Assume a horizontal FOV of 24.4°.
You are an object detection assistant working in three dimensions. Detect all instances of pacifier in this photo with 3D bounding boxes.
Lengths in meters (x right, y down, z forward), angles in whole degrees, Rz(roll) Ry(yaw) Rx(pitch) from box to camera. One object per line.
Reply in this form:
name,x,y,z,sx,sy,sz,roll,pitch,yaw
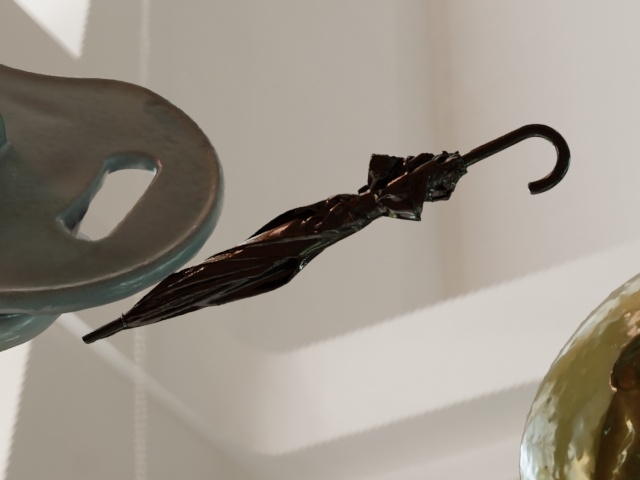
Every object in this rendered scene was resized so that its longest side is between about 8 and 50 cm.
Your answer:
pacifier,-0.187,-0.073,0.681,0.287,0.225,0.238,16,-147,14

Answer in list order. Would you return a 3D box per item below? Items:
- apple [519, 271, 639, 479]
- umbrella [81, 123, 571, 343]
apple,0.245,0.128,0.818,0.279,0.279,0.279,-22,-134,24
umbrella,-0.001,-0.003,0.346,0.122,0.013,0.022,-20,-109,6
